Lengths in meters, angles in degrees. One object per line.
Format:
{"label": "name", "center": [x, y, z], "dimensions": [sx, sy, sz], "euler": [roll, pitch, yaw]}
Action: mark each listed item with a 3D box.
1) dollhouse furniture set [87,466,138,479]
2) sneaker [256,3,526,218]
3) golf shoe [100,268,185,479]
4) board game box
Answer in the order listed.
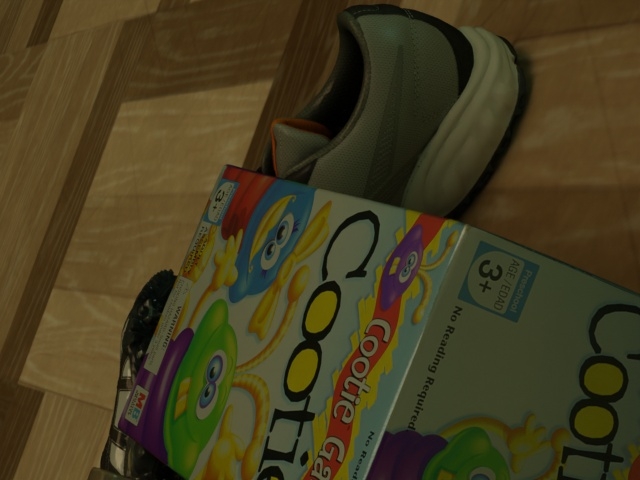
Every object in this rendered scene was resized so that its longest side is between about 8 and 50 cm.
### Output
{"label": "dollhouse furniture set", "center": [-0.119, 0.302, 0.944], "dimensions": [0.201, 0.152, 0.374], "euler": [3, 71, 66]}
{"label": "sneaker", "center": [0.000, 0.000, 1.017], "dimensions": [0.271, 0.108, 0.100], "euler": [-65, 24, 9]}
{"label": "golf shoe", "center": [-0.104, 0.109, 1.185], "dimensions": [0.094, 0.077, 0.198], "euler": [-46, 30, 42]}
{"label": "board game box", "center": [0.036, 0.066, 0.828], "dimensions": [0.275, 0.142, 0.144], "euler": [16, 84, 67]}
